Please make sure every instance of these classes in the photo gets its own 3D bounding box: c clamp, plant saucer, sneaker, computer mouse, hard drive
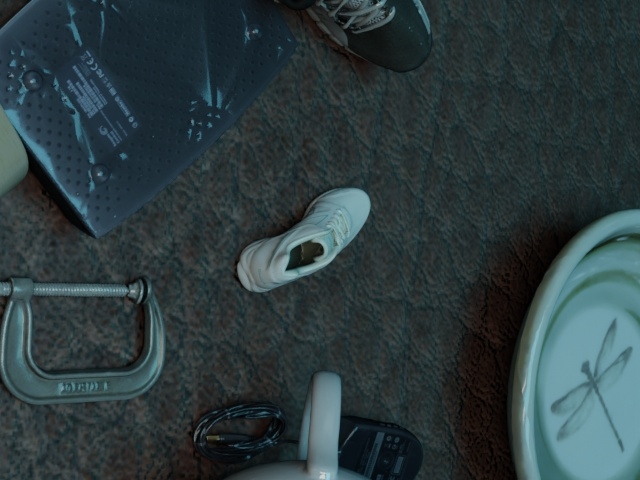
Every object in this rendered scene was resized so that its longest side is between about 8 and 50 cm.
[{"bbox_3d":[-0.181,0.056,0.854,0.160,0.022,0.137,10,82,-39],"label":"c clamp"},{"bbox_3d":[0.311,0.167,1.220,0.400,0.100,0.401,1,89,-40],"label":"plant saucer"},{"bbox_3d":[0.007,-0.203,0.949,0.228,0.086,0.132,43,28,-22],"label":"sneaker"},{"bbox_3d":[-0.008,0.178,0.996,0.242,0.041,0.071,18,95,-34],"label":"computer mouse"},{"bbox_3d":[-0.141,-0.140,0.871,0.255,0.054,0.172,-49,119,-30],"label":"hard drive"},{"bbox_3d":[0.000,0.000,0.985,0.152,0.061,0.054,-37,111,-36],"label":"sneaker"}]

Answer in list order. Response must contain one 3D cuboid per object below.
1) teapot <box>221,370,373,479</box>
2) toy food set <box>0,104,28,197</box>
[{"bbox_3d":[-0.021,0.275,0.887,0.256,0.187,0.252,-36,95,-1],"label":"teapot"},{"bbox_3d":[-0.339,-0.092,0.693,0.220,0.092,0.306,-46,125,-32],"label":"toy food set"}]
